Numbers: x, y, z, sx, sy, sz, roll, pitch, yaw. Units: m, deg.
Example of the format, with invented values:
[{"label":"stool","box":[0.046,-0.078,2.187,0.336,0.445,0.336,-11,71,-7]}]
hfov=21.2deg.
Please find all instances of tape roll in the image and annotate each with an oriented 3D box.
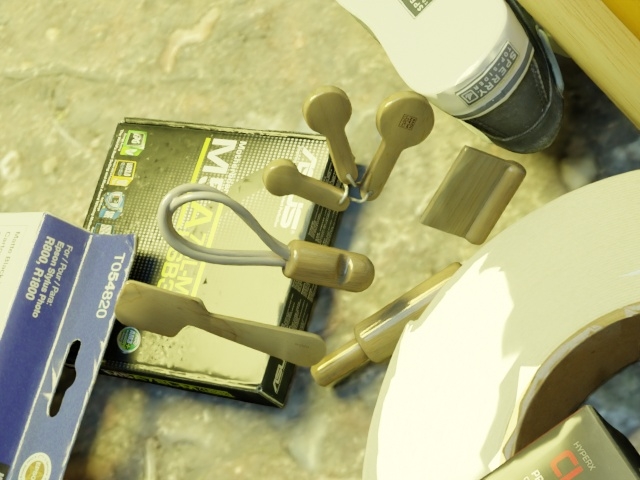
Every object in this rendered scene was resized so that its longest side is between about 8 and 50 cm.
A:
[{"label":"tape roll","box":[0.212,0.139,0.988,0.392,0.072,0.392,-10,64,21]}]

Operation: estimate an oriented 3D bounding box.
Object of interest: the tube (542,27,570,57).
[{"label":"tube","box":[0.192,-0.244,1.151,0.070,0.062,0.240,5,82,9]}]

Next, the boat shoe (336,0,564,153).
[{"label":"boat shoe","box":[0.088,-0.158,1.169,0.108,0.102,0.301,-43,35,10]}]

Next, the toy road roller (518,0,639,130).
[{"label":"toy road roller","box":[0.215,-0.149,0.927,0.202,0.329,0.240,46,54,-4]}]

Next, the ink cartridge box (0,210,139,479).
[{"label":"ink cartridge box","box":[-0.246,0.086,1.208,0.224,0.045,0.223,0,66,42]}]

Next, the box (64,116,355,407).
[{"label":"box","box":[-0.086,0.011,1.202,0.184,0.045,0.190,7,71,31]}]

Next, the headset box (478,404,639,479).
[{"label":"headset box","box":[0.113,0.244,0.877,0.293,0.110,0.218,-35,57,8]}]

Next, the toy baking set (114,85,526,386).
[{"label":"toy baking set","box":[0.005,0.004,1.086,0.256,0.197,0.030,-37,30,10]}]
